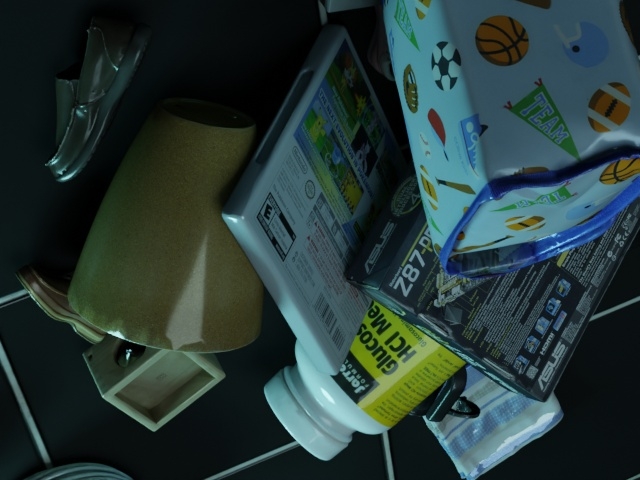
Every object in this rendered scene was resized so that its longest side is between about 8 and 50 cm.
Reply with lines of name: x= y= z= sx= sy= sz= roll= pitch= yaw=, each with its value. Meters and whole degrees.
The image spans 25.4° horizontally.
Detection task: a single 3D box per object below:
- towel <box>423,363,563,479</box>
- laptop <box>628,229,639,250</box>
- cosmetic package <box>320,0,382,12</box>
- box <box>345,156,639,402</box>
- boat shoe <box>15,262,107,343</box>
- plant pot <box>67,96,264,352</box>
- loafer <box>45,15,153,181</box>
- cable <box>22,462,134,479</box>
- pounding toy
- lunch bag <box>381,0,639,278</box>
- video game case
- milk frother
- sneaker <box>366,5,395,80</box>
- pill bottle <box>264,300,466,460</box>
towel: x=0.277 y=0.271 z=2.308 sx=0.209 sy=0.034 sz=0.285 roll=-34 pitch=136 yaw=0
laptop: x=0.351 y=-0.105 z=1.941 sx=0.234 sy=0.264 sz=0.136 roll=-18 pitch=171 yaw=-14
cosmetic package: x=0.101 y=-0.348 z=1.613 sx=0.238 sy=0.107 sz=0.127 roll=-8 pitch=133 yaw=-20
box: x=0.256 y=-0.035 z=1.820 sx=0.318 sy=0.097 sz=0.395 roll=34 pitch=81 yaw=-31
boat shoe: x=-0.313 y=0.068 z=1.776 sx=0.060 sy=0.064 sz=0.178 roll=-43 pitch=142 yaw=3
plant pot: x=-0.160 y=-0.032 z=1.680 sx=0.237 sy=0.237 sz=0.254 roll=3 pitch=110 yaw=-31
loafer: x=-0.263 y=-0.165 z=1.598 sx=0.078 sy=0.080 sz=0.220 roll=28 pitch=116 yaw=-7
cable: x=-0.363 y=0.432 z=2.046 sx=0.257 sy=0.089 sz=0.257 roll=-30 pitch=136 yaw=-3
pounding toy: x=-0.203 y=0.125 z=1.857 sx=0.206 sy=0.094 sz=0.181 roll=-38 pitch=140 yaw=5
lunch bag: x=0.193 y=-0.155 z=1.503 sx=0.239 sy=0.328 sz=0.385 roll=-9 pitch=165 yaw=-10
video game case: x=0.012 y=-0.045 z=1.746 sx=0.300 sy=0.036 sz=0.329 roll=-63 pitch=145 yaw=-29
milk frother: x=0.192 y=0.200 z=2.139 sx=0.143 sy=0.129 sz=0.135 roll=-6 pitch=134 yaw=-47
sneaker: x=0.095 y=-0.254 z=1.714 sx=0.051 sy=0.070 sz=0.134 roll=-6 pitch=129 yaw=-23
pill bottle: x=0.089 y=0.147 z=1.979 sx=0.334 sy=0.188 sz=0.188 roll=-43 pitch=136 yaw=10
